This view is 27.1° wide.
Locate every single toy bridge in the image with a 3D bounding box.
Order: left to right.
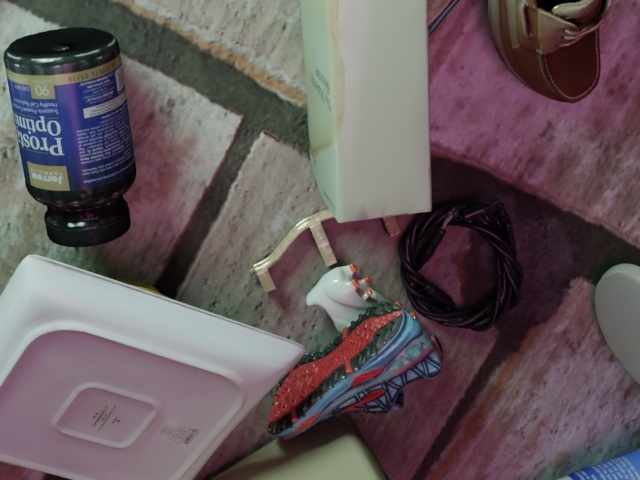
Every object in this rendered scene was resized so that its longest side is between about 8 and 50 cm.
[{"bbox_3d":[0.000,0.000,1.606,0.188,0.026,0.063,-24,115,-3],"label":"toy bridge"}]

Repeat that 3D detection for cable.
[{"bbox_3d":[0.176,0.040,1.658,0.150,0.047,0.184,-16,117,-7],"label":"cable"}]

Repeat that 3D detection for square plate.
[{"bbox_3d":[-0.246,0.186,1.540,0.344,0.049,0.347,21,130,-23],"label":"square plate"}]

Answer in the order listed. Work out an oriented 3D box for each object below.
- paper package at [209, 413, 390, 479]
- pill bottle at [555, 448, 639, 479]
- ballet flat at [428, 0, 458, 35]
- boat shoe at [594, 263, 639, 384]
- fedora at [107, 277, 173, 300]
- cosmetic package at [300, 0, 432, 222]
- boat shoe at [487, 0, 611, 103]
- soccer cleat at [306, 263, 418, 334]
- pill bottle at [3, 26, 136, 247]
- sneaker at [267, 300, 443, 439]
[{"bbox_3d":[-0.031,0.396,1.604,0.309,0.325,0.168,-32,114,-1],"label":"paper package"},{"bbox_3d":[0.402,0.377,1.808,0.272,0.152,0.152,-18,117,-5],"label":"pill bottle"},{"bbox_3d":[0.155,-0.302,1.499,0.052,0.057,0.168,45,95,2],"label":"ballet flat"},{"bbox_3d":[0.504,0.144,1.763,0.340,0.127,0.158,54,48,-8],"label":"boat shoe"},{"bbox_3d":[-0.243,0.098,1.547,0.194,0.079,0.194,-2,132,-2],"label":"fedora"},{"bbox_3d":[0.048,-0.194,1.460,0.113,0.160,0.309,-7,114,-10],"label":"cosmetic package"},{"bbox_3d":[0.257,-0.264,1.467,0.123,0.116,0.324,-42,136,-9],"label":"boat shoe"},{"bbox_3d":[0.065,0.104,1.654,0.076,0.068,0.196,-35,120,24],"label":"soccer cleat"},{"bbox_3d":[-0.265,-0.110,1.435,0.123,0.123,0.219,-9,115,-10],"label":"pill bottle"},{"bbox_3d":[0.043,0.187,1.621,0.125,0.104,0.262,35,128,-24],"label":"sneaker"}]
